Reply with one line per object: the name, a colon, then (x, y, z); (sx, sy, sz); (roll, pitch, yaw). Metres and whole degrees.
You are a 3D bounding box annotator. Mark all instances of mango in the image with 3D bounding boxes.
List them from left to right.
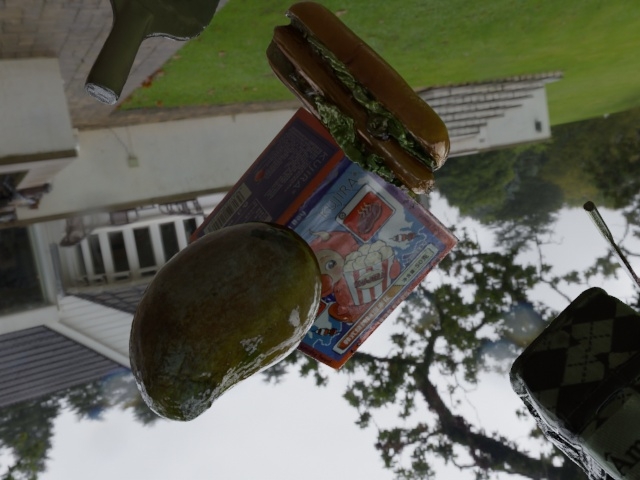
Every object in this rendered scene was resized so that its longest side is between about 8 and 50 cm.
mango: (-0.111, 0.086, 0.709); (0.193, 0.146, 0.316); (20, -141, 14)

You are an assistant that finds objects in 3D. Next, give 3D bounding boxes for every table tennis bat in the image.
table tennis bat: (-0.151, -0.218, 0.511); (0.022, 0.234, 0.131); (-12, 145, 41)
table tennis bat: (0.363, 0.010, 0.730); (0.013, 0.156, 0.087); (-32, -150, 21)

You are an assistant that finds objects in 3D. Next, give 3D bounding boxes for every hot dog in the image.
hot dog: (0.051, -0.197, 0.836); (0.135, 0.337, 0.100); (-49, 168, 34)

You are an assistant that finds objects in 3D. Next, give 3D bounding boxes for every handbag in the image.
handbag: (0.383, 0.272, 0.562); (0.180, 0.316, 0.416); (-38, -128, -6)

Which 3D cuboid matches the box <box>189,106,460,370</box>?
box: (0.000, 0.000, 1.116); (0.348, 0.318, 0.257); (-48, -146, 5)
